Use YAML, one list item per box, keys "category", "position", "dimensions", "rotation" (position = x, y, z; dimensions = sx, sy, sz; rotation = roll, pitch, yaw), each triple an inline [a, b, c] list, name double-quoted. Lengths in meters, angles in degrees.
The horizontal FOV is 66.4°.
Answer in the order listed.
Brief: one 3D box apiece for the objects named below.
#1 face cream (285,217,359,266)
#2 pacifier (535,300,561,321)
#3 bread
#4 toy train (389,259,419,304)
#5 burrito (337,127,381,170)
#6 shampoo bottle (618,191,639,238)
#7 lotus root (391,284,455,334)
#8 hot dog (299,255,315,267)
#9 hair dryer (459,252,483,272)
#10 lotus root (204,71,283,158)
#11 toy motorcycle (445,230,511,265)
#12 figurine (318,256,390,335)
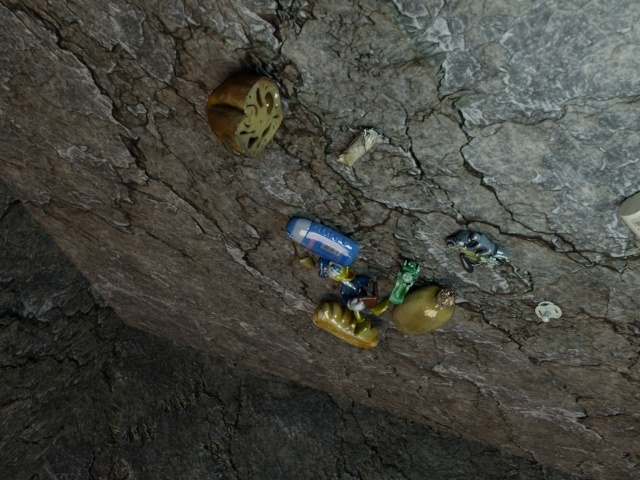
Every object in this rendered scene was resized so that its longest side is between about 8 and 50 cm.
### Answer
- category: "face cream"
  position: [0.000, 0.000, 1.708]
  dimensions: [0.263, 0.083, 0.149]
  rotation: [26, 147, -6]
- category: "pacifier"
  position: [0.751, 0.241, 1.623]
  dimensions: [0.083, 0.064, 0.068]
  rotation: [-18, 113, 46]
- category: "bread"
  position: [0.119, 0.368, 2.148]
  dimensions: [0.311, 0.121, 0.173]
  rotation: [31, 151, -13]
- category: "toy train"
  position: [0.294, 0.142, 1.722]
  dimensions: [0.071, 0.105, 0.178]
  rotation: [23, 148, 8]
- category: "burrito"
  position: [0.100, -0.248, 1.319]
  dimensions: [0.051, 0.042, 0.171]
  rotation: [34, 150, -12]
- category: "shampoo bottle"
  position: [0.834, -0.019, 1.165]
  dimensions: [0.256, 0.078, 0.127]
  rotation: [33, 142, -13]
- category: "lotus root"
  position: [0.385, 0.252, 1.781]
  dimensions: [0.169, 0.152, 0.342]
  rotation: [28, 151, -10]
- category: "hot dog"
  position: [-0.050, 0.081, 1.909]
  dimensions: [0.030, 0.034, 0.090]
  rotation: [-9, 157, 26]
- category: "hair dryer"
  position: [0.494, 0.066, 1.565]
  dimensions: [0.083, 0.031, 0.079]
  rotation: [-18, 122, 29]
- category: "lotus root"
  position: [-0.215, -0.337, 1.258]
  dimensions: [0.179, 0.188, 0.199]
  rotation: [27, 153, 20]
- category: "toy motorcycle"
  position: [0.471, 0.019, 1.465]
  dimensions: [0.193, 0.061, 0.124]
  rotation: [22, 156, 16]
- category: "figurine"
  position: [0.109, 0.192, 1.838]
  dimensions: [0.338, 0.204, 0.283]
  rotation: [44, 170, -10]
